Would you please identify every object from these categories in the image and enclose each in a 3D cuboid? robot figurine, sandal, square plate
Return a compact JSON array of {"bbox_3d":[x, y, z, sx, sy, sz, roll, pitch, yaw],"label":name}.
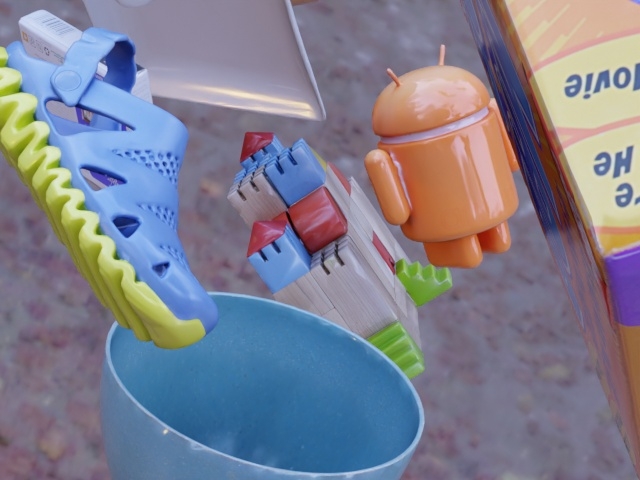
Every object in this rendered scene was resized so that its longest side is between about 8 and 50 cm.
[{"bbox_3d":[0.127,-0.083,1.538,0.158,0.219,0.128,-16,14,5],"label":"robot figurine"},{"bbox_3d":[-0.160,-0.058,1.177,0.138,0.126,0.317,-29,67,-14],"label":"sandal"},{"bbox_3d":[-0.171,-0.318,2.015,0.344,0.347,0.049,11,51,26],"label":"square plate"}]

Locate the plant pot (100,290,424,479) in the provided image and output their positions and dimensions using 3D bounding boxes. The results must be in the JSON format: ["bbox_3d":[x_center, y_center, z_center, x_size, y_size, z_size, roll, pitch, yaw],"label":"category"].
[{"bbox_3d":[-0.073,0.203,1.373,0.290,0.195,0.290,15,24,-7],"label":"plant pot"}]

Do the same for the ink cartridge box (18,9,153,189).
[{"bbox_3d":[-0.254,-0.130,1.698,0.045,0.208,0.206,-29,43,-32],"label":"ink cartridge box"}]

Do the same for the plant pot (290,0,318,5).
[{"bbox_3d":[0.026,-0.492,2.198,0.203,0.291,0.291,-6,43,-9],"label":"plant pot"}]

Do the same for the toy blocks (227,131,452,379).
[{"bbox_3d":[0.000,0.000,1.706,0.261,0.190,0.381,55,12,-14],"label":"toy blocks"}]

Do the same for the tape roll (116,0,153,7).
[{"bbox_3d":[-0.140,-0.376,1.562,0.100,0.286,0.286,45,38,5],"label":"tape roll"}]

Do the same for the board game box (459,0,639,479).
[{"bbox_3d":[0.244,-0.145,0.679,0.356,0.356,0.356,-19,66,6],"label":"board game box"}]
